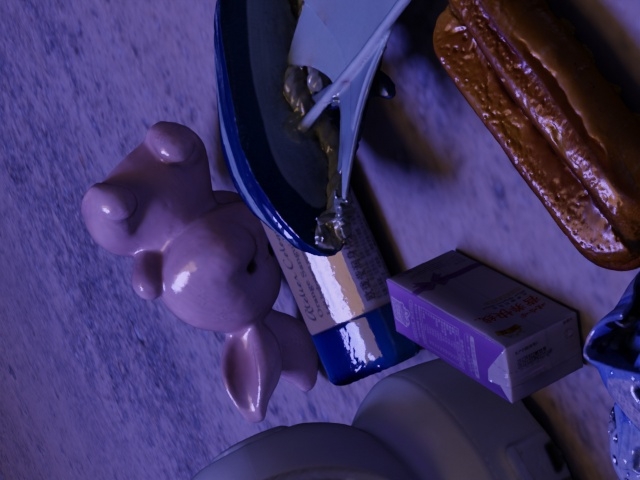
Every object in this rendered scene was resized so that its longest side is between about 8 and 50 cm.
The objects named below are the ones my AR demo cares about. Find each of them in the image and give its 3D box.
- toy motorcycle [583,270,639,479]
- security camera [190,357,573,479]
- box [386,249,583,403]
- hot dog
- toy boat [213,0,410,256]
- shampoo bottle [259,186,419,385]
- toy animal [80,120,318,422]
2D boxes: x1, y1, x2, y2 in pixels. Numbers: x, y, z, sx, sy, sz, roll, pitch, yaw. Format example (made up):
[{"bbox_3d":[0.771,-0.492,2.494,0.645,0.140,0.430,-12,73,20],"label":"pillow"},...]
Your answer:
[{"bbox_3d":[0.172,0.060,0.604,0.205,0.076,0.114,-19,86,67],"label":"toy motorcycle"},{"bbox_3d":[0.015,0.190,0.851,0.194,0.236,0.194,51,153,40],"label":"security camera"},{"bbox_3d":[0.086,0.044,0.798,0.117,0.051,0.036,33,141,57],"label":"box"},{"bbox_3d":[0.106,-0.057,0.667,0.165,0.045,0.071,57,153,25],"label":"hot dog"},{"bbox_3d":[0.004,-0.094,0.787,0.291,0.070,0.210,-173,76,-68],"label":"toy boat"},{"bbox_3d":[0.000,0.000,0.946,0.087,0.050,0.183,-29,84,59],"label":"shampoo bottle"},{"bbox_3d":[-0.066,0.018,1.061,0.212,0.124,0.124,44,155,1],"label":"toy animal"}]
